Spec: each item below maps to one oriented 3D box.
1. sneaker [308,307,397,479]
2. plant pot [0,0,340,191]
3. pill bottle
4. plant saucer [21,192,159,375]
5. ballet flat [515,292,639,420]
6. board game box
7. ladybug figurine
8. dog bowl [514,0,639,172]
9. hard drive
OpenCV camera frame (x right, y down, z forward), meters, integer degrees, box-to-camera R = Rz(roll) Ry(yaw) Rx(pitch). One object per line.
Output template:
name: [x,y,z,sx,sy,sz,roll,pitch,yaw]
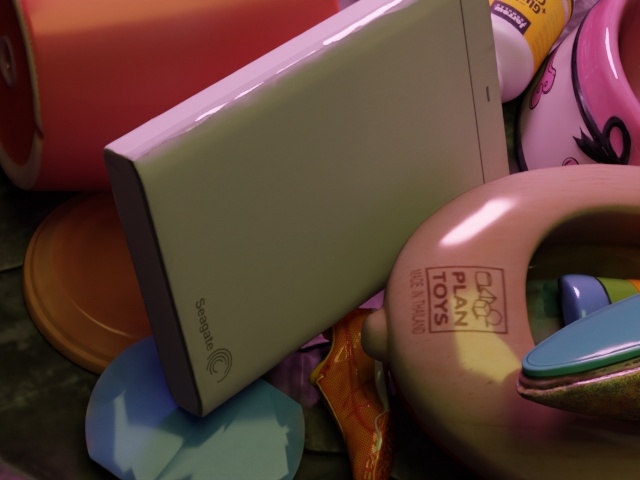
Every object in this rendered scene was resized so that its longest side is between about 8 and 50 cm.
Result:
sneaker: [0.026,0.132,1.245,0.067,0.064,0.175,-7,47,3]
plant pot: [-0.145,-0.157,1.269,0.243,0.275,0.275,-11,57,-24]
pill bottle: [0.172,-0.198,1.510,0.103,0.103,0.184,29,50,7]
plant saucer: [-0.145,0.027,1.280,0.200,0.037,0.200,9,51,-11]
ballet flat: [0.300,0.068,1.130,0.348,0.123,0.123,-27,64,-25]
board game box: [-0.099,0.152,1.198,0.168,0.033,0.133,33,61,10]
ladybug figurine: [0.244,0.094,1.250,0.449,0.162,0.305,7,61,-13]
dog bowl: [0.401,-0.105,1.478,0.408,0.150,0.408,8,50,-10]
hard drive: [0.007,-0.049,1.198,0.353,0.233,0.047,-34,40,-30]
